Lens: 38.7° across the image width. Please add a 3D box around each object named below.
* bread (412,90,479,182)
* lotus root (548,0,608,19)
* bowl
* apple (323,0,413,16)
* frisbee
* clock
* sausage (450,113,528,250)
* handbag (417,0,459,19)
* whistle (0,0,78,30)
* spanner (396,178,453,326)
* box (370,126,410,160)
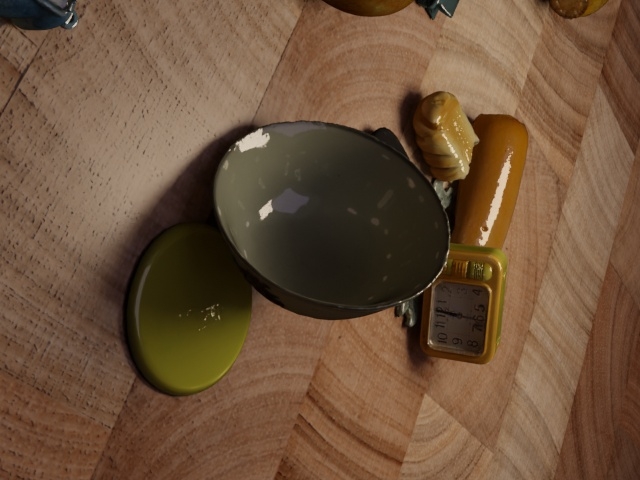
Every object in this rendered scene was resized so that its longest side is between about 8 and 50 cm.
[{"bbox_3d":[0.226,-0.190,1.661,0.177,0.084,0.119,58,48,-35],"label":"bread"},{"bbox_3d":[0.577,-0.620,2.011,0.193,0.193,0.291,46,61,-43],"label":"lotus root"},{"bbox_3d":[0.000,0.000,1.285,0.337,0.337,0.157,-46,166,-40],"label":"bowl"},{"bbox_3d":[0.060,-0.455,1.365,0.237,0.207,0.236,-27,130,-38],"label":"apple"},{"bbox_3d":[-0.170,0.093,1.231,0.236,0.017,0.235,-4,95,-52],"label":"frisbee"},{"bbox_3d":[0.259,0.113,1.653,0.096,0.143,0.202,-34,128,-69],"label":"clock"},{"bbox_3d":[0.317,-0.068,1.768,0.134,0.116,0.353,26,76,-60],"label":"sausage"},{"bbox_3d":[0.192,-0.523,1.623,0.229,0.062,0.179,45,61,-43],"label":"handbag"},{"bbox_3d":[-0.356,-0.292,0.926,0.269,0.093,0.180,33,74,-41],"label":"whistle"},{"bbox_3d":[0.195,0.015,1.688,0.071,0.017,0.301,41,61,-45],"label":"spanner"},{"bbox_3d":[0.106,-0.062,1.551,0.212,0.042,0.201,57,49,-35],"label":"box"}]
